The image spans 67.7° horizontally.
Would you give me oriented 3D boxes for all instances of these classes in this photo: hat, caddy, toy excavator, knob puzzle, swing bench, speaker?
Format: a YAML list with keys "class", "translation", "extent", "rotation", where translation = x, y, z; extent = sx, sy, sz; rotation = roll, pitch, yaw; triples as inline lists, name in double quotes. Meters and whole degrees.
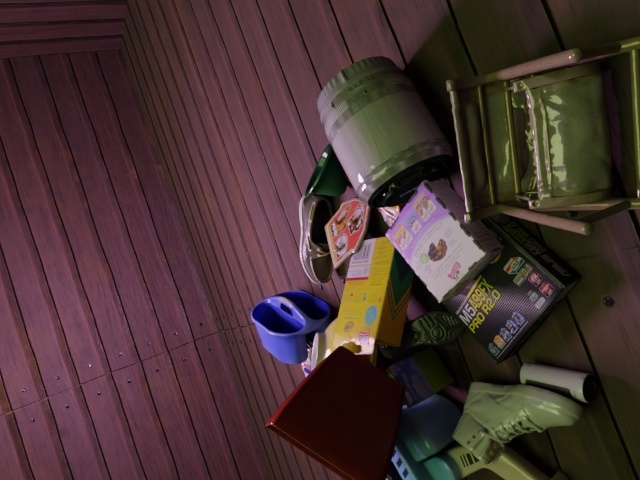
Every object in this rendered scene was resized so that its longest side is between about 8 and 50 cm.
- class: "hat"
  translation: [0.071, -0.161, 1.388]
  extent: [0.173, 0.184, 0.208]
  rotation: [-56, 14, 42]
- class: "caddy"
  translation: [-0.103, 0.288, 1.717]
  extent: [0.341, 0.241, 0.179]
  rotation: [19, 126, 55]
- class: "toy excavator"
  translation: [0.321, 0.527, 1.185]
  extent: [0.433, 0.222, 0.445]
  rotation: [57, 139, 22]
- class: "knob puzzle"
  translation: [0.075, -0.042, 1.356]
  extent: [0.213, 0.030, 0.213]
  rotation: [-36, 44, 45]
- class: "swing bench"
  translation: [0.357, -0.160, 0.769]
  extent: [0.255, 0.165, 0.253]
  rotation: [15, 119, 63]
- class: "speaker"
  translation: [0.463, 0.274, 0.930]
  extent: [0.136, 0.055, 0.055]
  rotation: [-6, 101, 60]

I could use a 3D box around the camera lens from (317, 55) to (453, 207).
- class: "camera lens"
  translation: [0.138, -0.225, 1.039]
  extent: [0.274, 0.219, 0.219]
  rotation: [64, 150, 15]

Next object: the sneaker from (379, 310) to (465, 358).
- class: "sneaker"
  translation: [0.270, 0.229, 1.217]
  extent: [0.227, 0.130, 0.087]
  rotation: [-32, 78, 32]

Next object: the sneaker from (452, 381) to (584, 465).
- class: "sneaker"
  translation: [0.391, 0.389, 0.979]
  extent: [0.108, 0.169, 0.292]
  rotation: [36, 157, -8]

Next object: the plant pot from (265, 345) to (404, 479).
- class: "plant pot"
  translation: [0.050, 0.408, 1.136]
  extent: [0.267, 0.235, 0.267]
  rotation: [33, 156, 4]

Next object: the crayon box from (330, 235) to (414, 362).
- class: "crayon box"
  translation: [0.136, 0.153, 1.234]
  extent: [0.202, 0.081, 0.318]
  rotation: [-11, 62, 61]

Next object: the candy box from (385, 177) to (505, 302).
- class: "candy box"
  translation: [0.248, -0.001, 0.981]
  extent: [0.196, 0.070, 0.165]
  rotation: [56, 137, 26]

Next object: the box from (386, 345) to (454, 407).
- class: "box"
  translation: [0.247, 0.345, 1.207]
  extent: [0.109, 0.178, 0.042]
  rotation: [59, 136, 22]

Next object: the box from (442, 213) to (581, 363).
- class: "box"
  translation: [0.367, 0.095, 0.989]
  extent: [0.216, 0.060, 0.270]
  rotation: [51, 145, 31]

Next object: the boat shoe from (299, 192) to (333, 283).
- class: "boat shoe"
  translation: [-0.004, 0.001, 1.521]
  extent: [0.091, 0.109, 0.305]
  rotation: [19, 118, 61]

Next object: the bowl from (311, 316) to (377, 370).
- class: "bowl"
  translation: [0.058, 0.340, 1.422]
  extent: [0.289, 0.156, 0.289]
  rotation: [-171, 90, -83]

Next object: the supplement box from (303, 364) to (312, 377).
- class: "supplement box"
  translation: [0.030, 0.569, 1.775]
  extent: [0.111, 0.114, 0.220]
  rotation: [7, 111, 57]

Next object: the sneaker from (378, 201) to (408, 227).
- class: "sneaker"
  translation: [0.213, -0.057, 1.164]
  extent: [0.225, 0.088, 0.092]
  rotation: [54, 163, 33]

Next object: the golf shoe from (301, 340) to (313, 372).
- class: "golf shoe"
  translation: [-0.049, 0.469, 1.899]
  extent: [0.186, 0.067, 0.086]
  rotation: [55, 145, 29]
